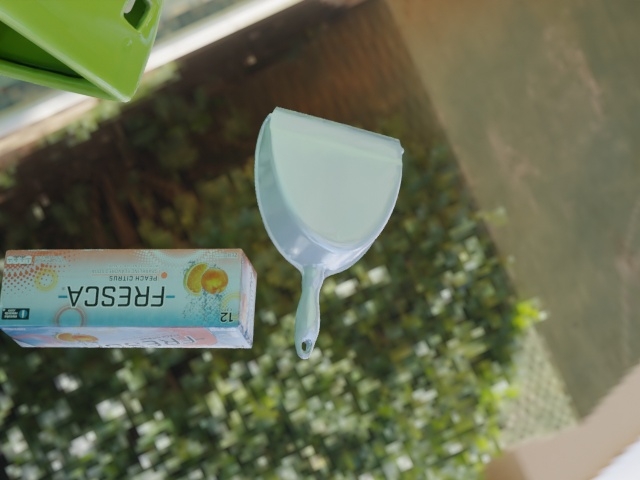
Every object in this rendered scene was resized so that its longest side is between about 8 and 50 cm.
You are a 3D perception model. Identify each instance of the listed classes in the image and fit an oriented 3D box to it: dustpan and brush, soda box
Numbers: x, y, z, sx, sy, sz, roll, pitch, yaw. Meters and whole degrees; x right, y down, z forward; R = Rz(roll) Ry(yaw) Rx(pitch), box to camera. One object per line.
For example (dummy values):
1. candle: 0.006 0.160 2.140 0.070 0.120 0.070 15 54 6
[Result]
1. dustpan and brush: 0.000 0.000 1.564 0.147 0.211 0.060 13 156 -27
2. soda box: -0.141 0.043 1.278 0.183 0.063 0.058 0 161 10

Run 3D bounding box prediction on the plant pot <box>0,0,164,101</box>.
1. plant pot: -0.246 -0.260 1.369 0.228 0.227 0.207 15 -103 43
